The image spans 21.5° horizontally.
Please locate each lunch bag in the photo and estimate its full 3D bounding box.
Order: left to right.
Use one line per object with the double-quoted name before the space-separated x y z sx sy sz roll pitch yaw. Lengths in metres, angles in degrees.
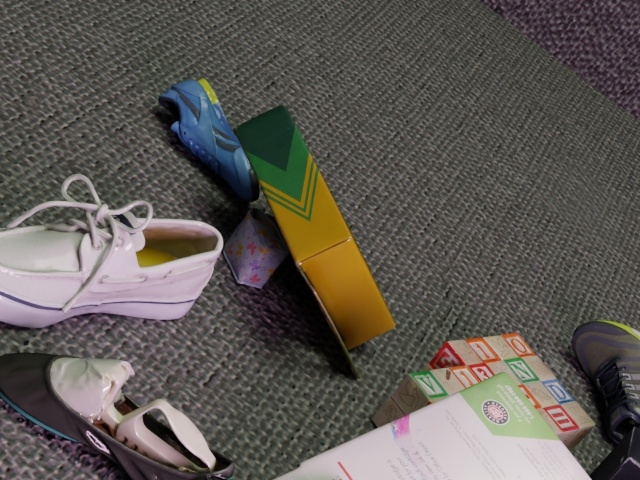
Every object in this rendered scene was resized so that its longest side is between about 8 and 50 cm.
"lunch bag" -0.085 0.008 2.168 0.053 0.071 0.083 14 34 -41

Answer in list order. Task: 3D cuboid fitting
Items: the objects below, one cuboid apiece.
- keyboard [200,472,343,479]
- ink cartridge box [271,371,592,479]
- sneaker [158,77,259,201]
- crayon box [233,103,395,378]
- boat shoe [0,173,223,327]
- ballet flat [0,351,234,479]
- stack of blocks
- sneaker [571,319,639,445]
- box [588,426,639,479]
"keyboard" -0.049 0.306 1.644 0.317 0.033 0.201 7 45 -11
"ink cartridge box" 0.104 0.305 1.789 0.353 0.119 0.207 -20 57 -27
"sneaker" -0.156 -0.131 2.327 0.082 0.069 0.209 -21 66 -22
"crayon box" 0.000 0.000 2.167 0.318 0.081 0.202 65 1 41
"boat shoe" -0.247 0.006 1.886 0.367 0.156 0.136 6 40 -46
"ballet flat" -0.204 0.180 1.731 0.280 0.096 0.095 35 28 -3
"stack of blocks" 0.200 0.218 2.157 0.297 0.087 0.171 -3 47 -51
"sneaker" 0.452 0.230 2.419 0.121 0.111 0.300 1 41 -43
"box" 0.408 0.349 2.119 0.158 0.156 0.093 36 26 -1
